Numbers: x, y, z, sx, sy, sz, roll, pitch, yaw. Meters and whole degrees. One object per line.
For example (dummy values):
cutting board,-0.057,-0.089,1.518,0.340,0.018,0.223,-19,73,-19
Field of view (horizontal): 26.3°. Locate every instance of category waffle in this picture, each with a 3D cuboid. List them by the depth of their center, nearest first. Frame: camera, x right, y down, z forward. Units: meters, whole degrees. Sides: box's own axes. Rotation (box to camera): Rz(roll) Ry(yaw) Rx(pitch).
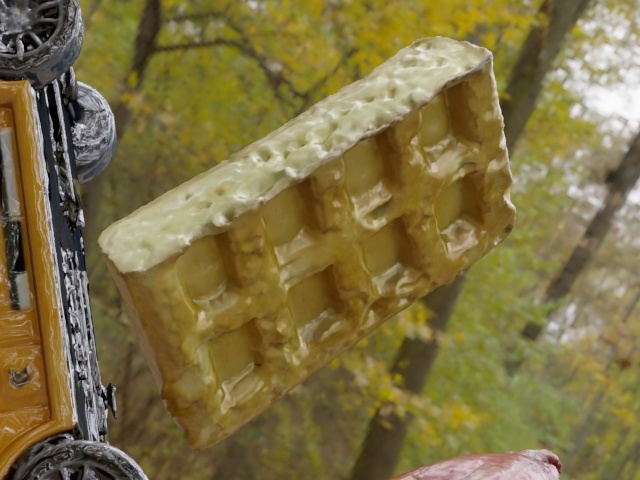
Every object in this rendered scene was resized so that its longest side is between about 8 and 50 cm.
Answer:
waffle,0.000,0.000,0.851,0.057,0.274,0.168,41,-23,40

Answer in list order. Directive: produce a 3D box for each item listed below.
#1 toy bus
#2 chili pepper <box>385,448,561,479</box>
toy bus,-0.093,0.019,0.360,0.088,0.194,0.083,-9,-20,-5
chili pepper,0.069,0.191,0.850,0.136,0.253,0.144,53,-32,20
